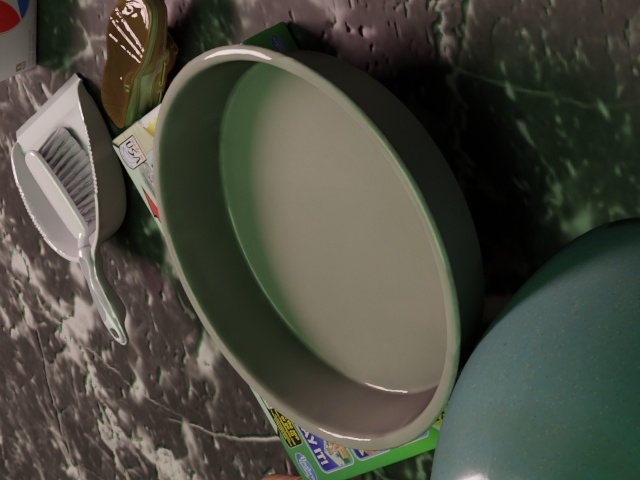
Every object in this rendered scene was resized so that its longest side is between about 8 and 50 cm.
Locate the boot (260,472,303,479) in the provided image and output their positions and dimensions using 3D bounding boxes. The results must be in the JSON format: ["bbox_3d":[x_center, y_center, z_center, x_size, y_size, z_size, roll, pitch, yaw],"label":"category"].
[{"bbox_3d":[-0.003,0.288,1.465,0.152,0.073,0.197,8,104,59],"label":"boot"}]

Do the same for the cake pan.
[{"bbox_3d":[0.000,0.000,1.240,0.293,0.054,0.293,30,134,37],"label":"cake pan"}]

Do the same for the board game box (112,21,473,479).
[{"bbox_3d":[-0.016,0.021,1.364,0.213,0.046,0.317,-29,91,54],"label":"board game box"}]

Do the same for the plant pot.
[{"bbox_3d":[0.177,0.156,1.107,0.290,0.195,0.290,29,133,35],"label":"plant pot"}]

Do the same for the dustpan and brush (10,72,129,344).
[{"bbox_3d":[-0.198,-0.014,1.536,0.211,0.060,0.147,59,143,1],"label":"dustpan and brush"}]

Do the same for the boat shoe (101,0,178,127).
[{"bbox_3d":[-0.133,-0.141,1.388,0.050,0.045,0.135,54,148,20],"label":"boat shoe"}]

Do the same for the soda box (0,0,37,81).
[{"bbox_3d":[-0.273,-0.230,1.471,0.074,0.069,0.216,36,138,29],"label":"soda box"}]
